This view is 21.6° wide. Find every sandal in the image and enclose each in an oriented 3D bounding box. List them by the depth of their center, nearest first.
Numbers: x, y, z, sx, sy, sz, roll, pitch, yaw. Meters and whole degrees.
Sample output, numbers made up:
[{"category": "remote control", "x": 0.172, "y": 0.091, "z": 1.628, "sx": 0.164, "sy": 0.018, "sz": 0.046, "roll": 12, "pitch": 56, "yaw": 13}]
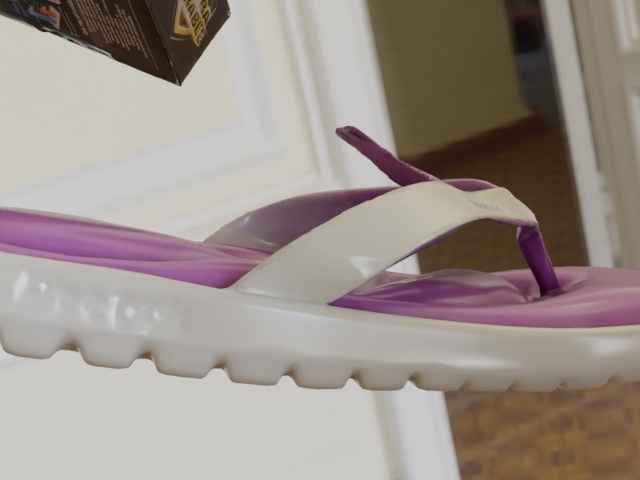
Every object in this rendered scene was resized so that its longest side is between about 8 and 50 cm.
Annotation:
[{"category": "sandal", "x": 0.007, "y": 0.002, "z": 0.721, "sx": 0.416, "sy": 0.102, "sz": 0.169, "roll": 4, "pitch": 7, "yaw": -26}]

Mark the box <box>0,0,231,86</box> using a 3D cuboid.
[{"category": "box", "x": -0.215, "y": -0.237, "z": 0.942, "sx": 0.293, "sy": 0.295, "sz": 0.073, "roll": 23, "pitch": 67, "yaw": 23}]
